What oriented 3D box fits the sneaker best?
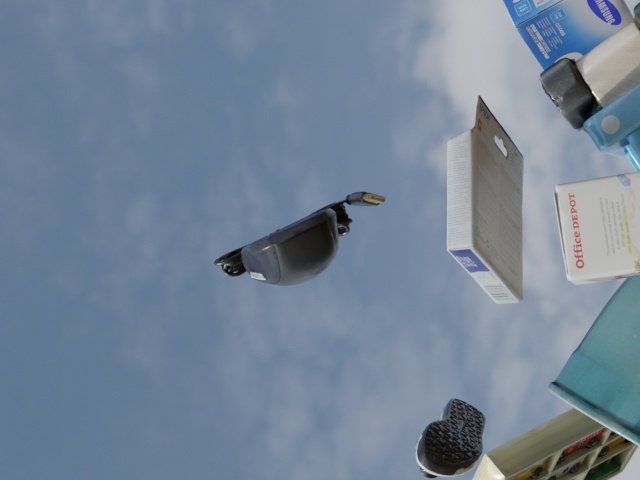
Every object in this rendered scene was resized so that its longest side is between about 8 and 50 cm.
[{"bbox_3d":[0.174,0.297,2.151,0.097,0.084,0.234,-62,-11,17],"label":"sneaker"}]

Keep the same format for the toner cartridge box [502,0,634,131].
[{"bbox_3d":[0.429,-0.316,2.500,0.348,0.165,0.075,42,-156,-53],"label":"toner cartridge box"}]

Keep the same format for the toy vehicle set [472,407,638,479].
[{"bbox_3d":[0.270,0.253,1.774,0.266,0.035,0.166,-21,-34,-32],"label":"toy vehicle set"}]

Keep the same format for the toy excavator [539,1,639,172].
[{"bbox_3d":[0.524,-0.122,2.249,0.445,0.222,0.433,57,-164,9],"label":"toy excavator"}]

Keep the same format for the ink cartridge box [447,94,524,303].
[{"bbox_3d":[0.228,-0.053,2.143,0.223,0.045,0.224,43,-133,-57],"label":"ink cartridge box"}]

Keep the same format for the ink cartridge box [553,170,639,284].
[{"bbox_3d":[0.275,-0.013,1.392,0.052,0.122,0.089,26,-123,-75],"label":"ink cartridge box"}]

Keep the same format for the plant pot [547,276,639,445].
[{"bbox_3d":[0.410,0.105,1.578,0.271,0.271,0.255,27,-88,-50],"label":"plant pot"}]

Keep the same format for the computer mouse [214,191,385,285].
[{"bbox_3d":[0.000,0.000,1.646,0.184,0.262,0.060,-25,-88,-16],"label":"computer mouse"}]
